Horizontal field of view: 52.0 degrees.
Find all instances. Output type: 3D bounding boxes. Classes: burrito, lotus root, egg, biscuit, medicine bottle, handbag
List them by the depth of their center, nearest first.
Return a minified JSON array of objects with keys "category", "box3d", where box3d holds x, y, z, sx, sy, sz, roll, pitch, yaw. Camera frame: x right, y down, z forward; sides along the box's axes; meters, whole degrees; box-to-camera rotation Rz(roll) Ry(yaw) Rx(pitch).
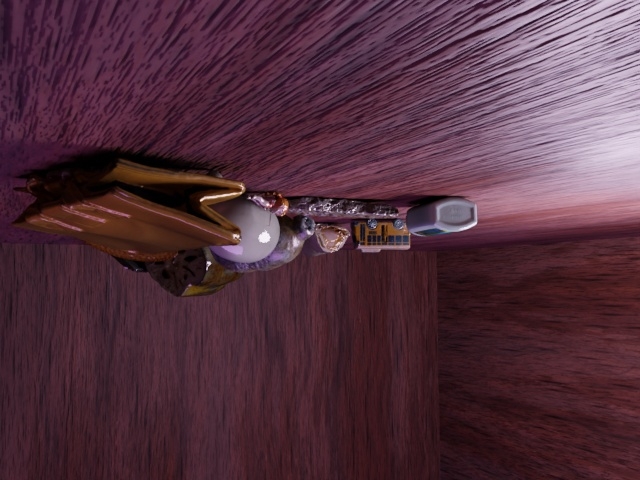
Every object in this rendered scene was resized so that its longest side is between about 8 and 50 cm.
[{"category":"handbag","box3d":[-0.346,-0.062,1.158,0.283,0.133,0.401,10,170,-44]},{"category":"egg","box3d":[-0.180,-0.027,1.457,0.151,0.151,0.209,-3,169,32]},{"category":"biscuit","box3d":[0.032,-0.076,1.586,0.289,0.038,0.141,3,176,-19]},{"category":"medicine bottle","box3d":[0.280,-0.054,1.611,0.121,0.083,0.229,-2,178,-16]},{"category":"lotus root","box3d":[-0.171,0.002,1.796,0.349,0.175,0.175,-7,173,34]},{"category":"biscuit","box3d":[-0.548,-0.012,1.860,0.305,0.038,0.305,7,156,3]},{"category":"lotus root","box3d":[-0.372,0.055,2.113,0.250,0.250,0.346,-2,178,23]},{"category":"burrito","box3d":[0.004,-0.001,2.291,0.143,0.105,0.299,-4,176,-13]}]

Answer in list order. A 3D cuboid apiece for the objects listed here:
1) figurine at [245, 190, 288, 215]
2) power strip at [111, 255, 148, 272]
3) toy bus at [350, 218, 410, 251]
[{"category":"figurine","box3d":[-0.112,-0.085,1.408,0.064,0.047,0.109,6,173,42]},{"category":"power strip","box3d":[-0.608,0.008,2.120,0.257,0.092,0.251,38,-165,14]},{"category":"toy bus","box3d":[0.186,-0.014,2.062,0.182,0.103,0.091,0,176,-6]}]
